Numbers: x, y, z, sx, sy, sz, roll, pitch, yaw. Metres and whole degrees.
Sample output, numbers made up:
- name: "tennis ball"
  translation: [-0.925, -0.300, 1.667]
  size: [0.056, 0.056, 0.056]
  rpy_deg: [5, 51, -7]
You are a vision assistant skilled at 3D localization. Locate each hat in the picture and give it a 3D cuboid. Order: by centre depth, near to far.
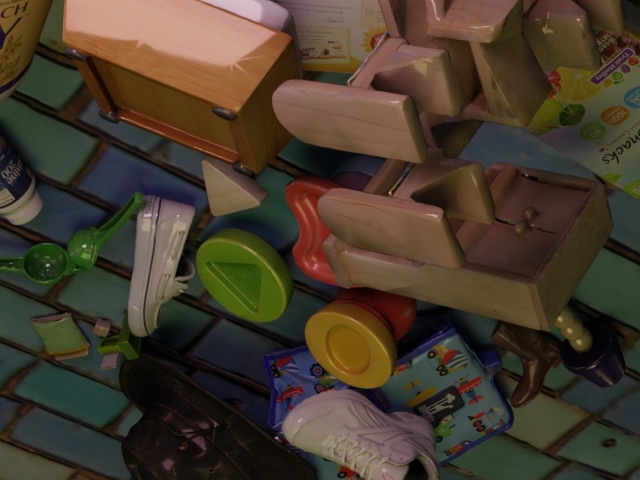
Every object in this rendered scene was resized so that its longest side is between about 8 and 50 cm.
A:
- name: "hat"
  translation: [-0.165, 0.304, 2.228]
  size: [0.331, 0.134, 0.331]
  rpy_deg: [29, 152, 17]

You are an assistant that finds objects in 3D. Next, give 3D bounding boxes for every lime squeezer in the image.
- name: "lime squeezer"
  translation: [-0.323, 0.004, 2.069]
  size: [0.310, 0.059, 0.110]
  rpy_deg: [-16, 134, 23]

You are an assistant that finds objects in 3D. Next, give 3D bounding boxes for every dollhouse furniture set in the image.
- name: "dollhouse furniture set"
  translation: [0.109, -0.125, 1.652]
  size: [0.256, 0.362, 0.394]
  rpy_deg: [12, 141, 34]
- name: "dollhouse furniture set"
  translation: [-0.308, 0.136, 2.215]
  size: [0.152, 0.058, 0.076]
  rpy_deg: [-10, 135, 17]

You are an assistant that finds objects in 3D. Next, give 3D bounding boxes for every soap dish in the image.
- name: "soap dish"
  translation: [-0.135, -0.175, 1.693]
  size: [0.229, 0.118, 0.291]
  rpy_deg: [22, 170, 7]

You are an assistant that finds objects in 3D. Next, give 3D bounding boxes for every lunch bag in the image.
- name: "lunch bag"
  translation: [0.105, 0.209, 2.221]
  size: [0.293, 0.138, 0.221]
  rpy_deg: [-24, 130, 13]

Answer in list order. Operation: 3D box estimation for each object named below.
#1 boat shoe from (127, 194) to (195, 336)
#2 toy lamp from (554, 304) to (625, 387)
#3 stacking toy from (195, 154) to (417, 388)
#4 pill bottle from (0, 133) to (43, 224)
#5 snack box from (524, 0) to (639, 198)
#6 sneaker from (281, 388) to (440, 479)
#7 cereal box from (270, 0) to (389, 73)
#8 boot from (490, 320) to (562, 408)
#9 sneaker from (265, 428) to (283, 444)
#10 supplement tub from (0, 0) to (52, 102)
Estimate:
- name: "boat shoe"
  translation: [-0.193, 0.041, 2.078]
  size: [0.076, 0.083, 0.226]
  rpy_deg: [8, 137, -1]
- name: "toy lamp"
  translation: [0.295, 0.087, 2.079]
  size: [0.080, 0.080, 0.274]
  rpy_deg: [-20, 130, 27]
- name: "stacking toy"
  translation: [0.000, 0.000, 2.032]
  size: [0.279, 0.130, 0.309]
  rpy_deg: [25, 139, 19]
- name: "pill bottle"
  translation: [-0.378, -0.075, 1.983]
  size: [0.067, 0.067, 0.120]
  rpy_deg: [-14, 135, 21]
- name: "snack box"
  translation: [0.326, -0.155, 1.808]
  size: [0.207, 0.070, 0.174]
  rpy_deg: [27, 134, -24]
- name: "sneaker"
  translation: [0.062, 0.259, 2.097]
  size: [0.232, 0.115, 0.090]
  rpy_deg: [15, 121, -29]
- name: "cereal box"
  translation: [0.021, -0.274, 1.729]
  size: [0.173, 0.047, 0.240]
  rpy_deg: [5, 138, 2]
- name: "boot"
  translation: [0.248, 0.149, 2.155]
  size: [0.114, 0.037, 0.106]
  rpy_deg: [37, 90, -34]
- name: "sneaker"
  translation: [-0.054, 0.363, 2.408]
  size: [0.084, 0.097, 0.234]
  rpy_deg: [4, 138, 2]
- name: "supplement tub"
  translation: [-0.355, -0.300, 1.600]
  size: [0.241, 0.241, 0.331]
  rpy_deg: [18, 137, -13]
